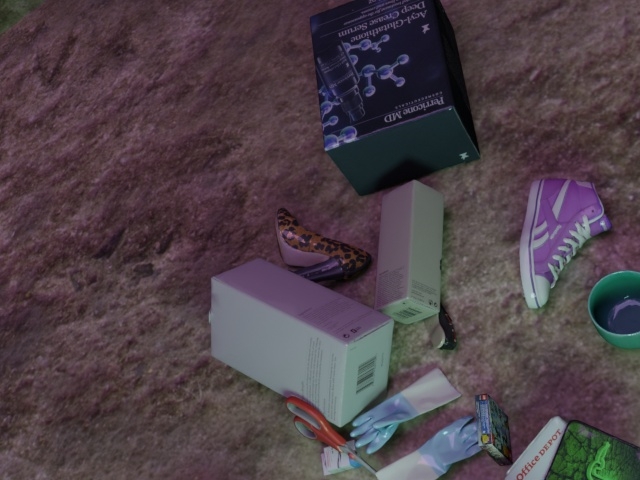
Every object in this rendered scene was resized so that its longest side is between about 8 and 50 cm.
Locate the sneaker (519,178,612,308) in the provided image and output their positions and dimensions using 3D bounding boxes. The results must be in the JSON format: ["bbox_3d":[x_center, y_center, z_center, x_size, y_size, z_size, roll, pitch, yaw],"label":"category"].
[{"bbox_3d":[0.476,0.000,1.846,0.161,0.102,0.282,2,65,25],"label":"sneaker"}]

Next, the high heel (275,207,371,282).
[{"bbox_3d":[0.000,0.000,2.125,0.186,0.093,0.261,-13,42,-5],"label":"high heel"}]

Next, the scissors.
[{"bbox_3d":[0.047,0.392,1.811,0.297,0.109,0.021,28,52,33],"label":"scissors"}]

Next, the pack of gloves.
[{"bbox_3d":[0.184,0.354,1.786,0.232,0.046,0.195,-30,52,-16],"label":"pack of gloves"}]

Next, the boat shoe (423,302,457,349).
[{"bbox_3d":[0.239,0.166,1.914,0.049,0.042,0.133,-55,31,33],"label":"boat shoe"}]

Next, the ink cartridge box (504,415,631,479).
[{"bbox_3d":[0.442,0.423,1.619,0.153,0.087,0.208,-52,53,8],"label":"ink cartridge box"}]

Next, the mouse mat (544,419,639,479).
[{"bbox_3d":[0.442,0.406,1.565,0.152,0.007,0.189,21,86,38],"label":"mouse mat"}]

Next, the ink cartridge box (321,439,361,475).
[{"bbox_3d":[0.036,0.428,1.877,0.083,0.028,0.048,-20,57,17],"label":"ink cartridge box"}]

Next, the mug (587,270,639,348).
[{"bbox_3d":[0.571,0.132,1.722,0.158,0.097,0.129,5,65,29],"label":"mug"}]

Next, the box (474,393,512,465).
[{"bbox_3d":[0.312,0.341,1.715,0.027,0.137,0.094,-12,59,22],"label":"box"}]

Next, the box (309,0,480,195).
[{"bbox_3d":[0.161,-0.346,2.132,0.293,0.212,0.395,-17,58,18],"label":"box"}]

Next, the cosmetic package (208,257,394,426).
[{"bbox_3d":[-0.047,0.196,1.922,0.365,0.197,0.155,25,33,35],"label":"cosmetic package"}]

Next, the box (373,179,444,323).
[{"bbox_3d":[0.184,0.024,1.965,0.113,0.094,0.275,-26,49,48],"label":"box"}]
